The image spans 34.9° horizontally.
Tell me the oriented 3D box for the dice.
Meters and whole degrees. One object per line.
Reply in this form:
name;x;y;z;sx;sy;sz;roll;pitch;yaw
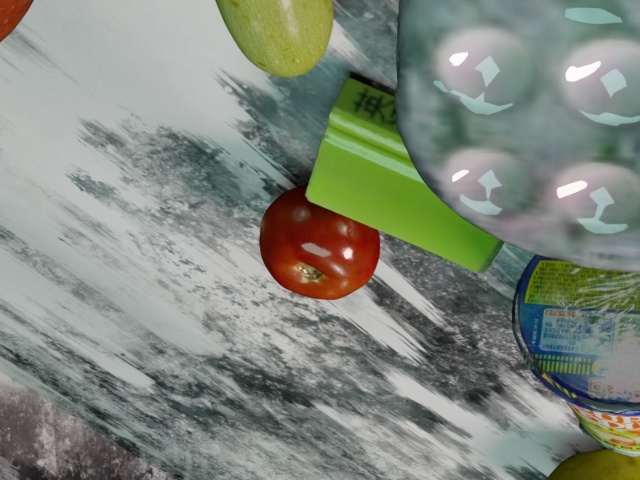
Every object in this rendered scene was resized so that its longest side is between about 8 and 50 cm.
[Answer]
dice;0.255;-0.199;0.838;0.328;0.348;0.330;11;149;16

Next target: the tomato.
tomato;0.000;0.000;1.519;0.195;0.136;0.195;15;146;10

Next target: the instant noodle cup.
instant noodle cup;0.421;0.151;1.380;0.284;0.284;0.312;8;155;24

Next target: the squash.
squash;-0.054;-0.275;1.130;0.132;0.132;0.247;11;147;20

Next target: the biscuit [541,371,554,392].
biscuit;0.489;0.259;1.705;0.236;0.040;0.144;28;155;-3

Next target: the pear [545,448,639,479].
pear;0.537;0.510;1.862;0.269;0.269;0.321;35;160;-20

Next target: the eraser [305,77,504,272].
eraser;0.130;-0.082;1.353;0.274;0.092;0.210;23;149;3

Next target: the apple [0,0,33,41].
apple;-0.490;-0.351;1.158;0.348;0.277;0.348;16;149;10
